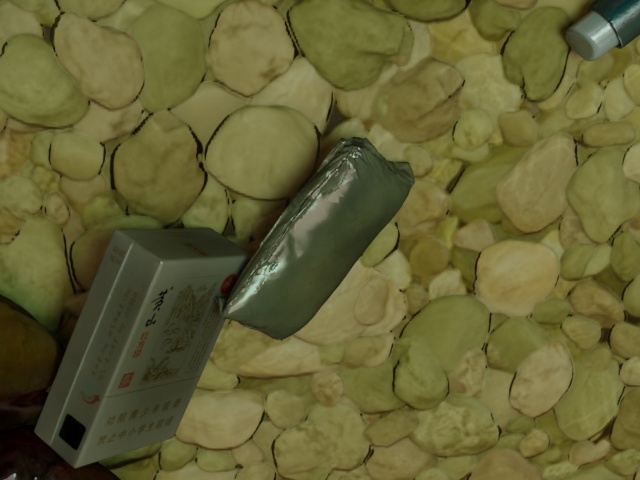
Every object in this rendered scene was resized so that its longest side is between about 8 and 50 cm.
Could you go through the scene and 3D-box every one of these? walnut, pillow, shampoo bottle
[{"bbox_3d":[-0.324,0.096,0.873,0.245,0.137,0.137,9,108,-16],"label":"walnut"},{"bbox_3d":[0.000,0.000,0.930,0.208,0.053,0.119,-52,143,5],"label":"pillow"},{"bbox_3d":[0.305,-0.230,0.915,0.192,0.074,0.074,-38,114,4],"label":"shampoo bottle"}]

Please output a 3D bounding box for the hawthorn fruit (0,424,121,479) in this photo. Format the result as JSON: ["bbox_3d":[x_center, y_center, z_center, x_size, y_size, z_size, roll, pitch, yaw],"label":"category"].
[{"bbox_3d":[-0.292,0.328,0.888,0.308,0.308,0.325,28,113,-21],"label":"hawthorn fruit"}]

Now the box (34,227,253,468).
[{"bbox_3d":[-0.152,0.089,0.904,0.141,0.058,0.201,-5,123,-60],"label":"box"}]
